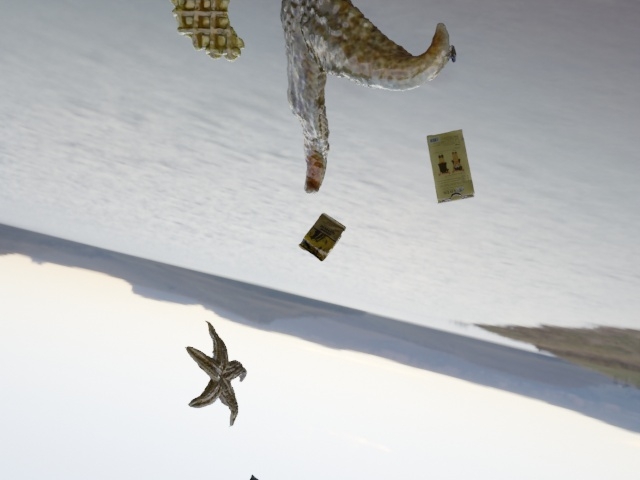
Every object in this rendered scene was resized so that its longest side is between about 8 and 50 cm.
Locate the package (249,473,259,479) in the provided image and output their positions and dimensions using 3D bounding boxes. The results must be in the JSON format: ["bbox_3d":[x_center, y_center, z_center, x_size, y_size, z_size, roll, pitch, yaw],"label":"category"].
[{"bbox_3d":[-0.189,0.648,1.471,0.037,0.110,0.015,40,152,-11],"label":"package"}]

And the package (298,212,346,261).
[{"bbox_3d":[0.000,0.000,1.352,0.071,0.131,0.047,33,141,3],"label":"package"}]

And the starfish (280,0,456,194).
[{"bbox_3d":[0.012,-0.208,0.535,0.094,0.375,0.327,-2,-139,-16],"label":"starfish"}]

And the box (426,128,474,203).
[{"bbox_3d":[0.252,-0.143,1.136,0.073,0.149,0.020,-9,159,12],"label":"box"}]

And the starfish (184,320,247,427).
[{"bbox_3d":[-0.260,0.337,1.449,0.062,0.277,0.236,-10,179,28],"label":"starfish"}]

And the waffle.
[{"bbox_3d":[-0.151,-0.386,0.913,0.149,0.194,0.051,36,-165,-8],"label":"waffle"}]
